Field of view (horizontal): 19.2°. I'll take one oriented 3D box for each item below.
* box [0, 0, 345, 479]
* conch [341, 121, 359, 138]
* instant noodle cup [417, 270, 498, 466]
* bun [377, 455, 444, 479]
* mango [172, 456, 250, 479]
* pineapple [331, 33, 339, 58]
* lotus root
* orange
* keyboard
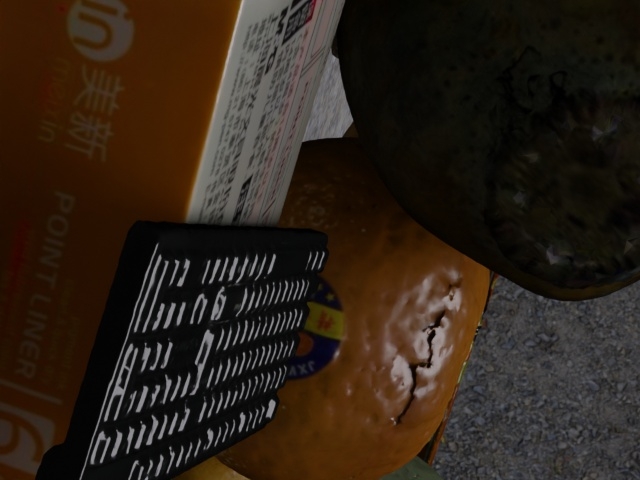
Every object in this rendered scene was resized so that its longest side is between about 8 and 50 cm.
[{"bbox_3d":[-0.068,-0.020,0.747,0.221,0.091,0.274,-56,164,-67],"label":"box"},{"bbox_3d":[-0.003,0.000,1.430,0.093,0.109,0.330,-6,-118,53],"label":"conch"},{"bbox_3d":[0.040,0.069,1.587,0.230,0.182,0.230,19,90,-84],"label":"instant noodle cup"},{"bbox_3d":[-0.029,0.245,1.481,0.283,0.179,0.283,-23,143,-18],"label":"bun"},{"bbox_3d":[-0.070,0.157,1.304,0.178,0.090,0.115,-55,148,-47],"label":"mango"},{"bbox_3d":[0.106,-0.223,1.340,0.272,0.262,0.262,-48,-176,25],"label":"pineapple"},{"bbox_3d":[0.124,-0.120,1.050,0.346,0.250,0.250,-98,-161,-53],"label":"lotus root"},{"bbox_3d":[0.002,0.044,1.134,0.219,0.193,0.219,-50,151,-43],"label":"orange"},{"bbox_3d":[-0.040,0.042,0.691,0.310,0.018,0.101,3,107,-81],"label":"keyboard"}]
